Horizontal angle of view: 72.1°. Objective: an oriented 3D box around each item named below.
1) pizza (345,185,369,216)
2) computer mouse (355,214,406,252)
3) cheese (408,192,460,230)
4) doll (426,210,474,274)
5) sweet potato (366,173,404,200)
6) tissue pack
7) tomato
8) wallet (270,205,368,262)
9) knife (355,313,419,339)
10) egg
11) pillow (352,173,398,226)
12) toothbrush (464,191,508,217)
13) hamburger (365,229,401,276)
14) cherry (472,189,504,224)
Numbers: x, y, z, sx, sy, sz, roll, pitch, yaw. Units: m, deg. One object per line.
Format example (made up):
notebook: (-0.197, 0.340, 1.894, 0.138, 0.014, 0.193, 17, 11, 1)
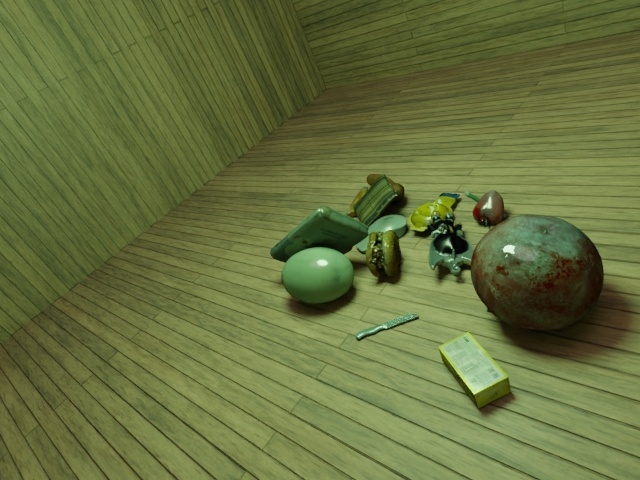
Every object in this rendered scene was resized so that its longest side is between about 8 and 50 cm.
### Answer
pizza: (0.205, -0.185, 2.050, 0.185, 0.052, 0.195, -19, 35, 26)
computer mouse: (0.240, -0.036, 1.777, 0.231, 0.079, 0.128, -28, 27, 4)
cheese: (0.453, -0.116, 1.740, 0.177, 0.069, 0.270, 12, 45, 46)
doll: (0.437, 0.005, 1.520, 0.145, 0.103, 0.316, 17, 42, -11)
sweet potato: (0.306, -0.232, 2.001, 0.095, 0.106, 0.354, -53, 24, 7)
tissue pack: (0.389, 0.326, 1.121, 0.095, 0.062, 0.176, -26, 30, -4)
tomato: (0.562, 0.084, 1.160, 0.316, 0.282, 0.317, -1, 38, 1)
wallet: (0.000, 0.000, 1.653, 0.360, 0.252, 0.083, -36, 45, 45)
knife: (0.209, 0.269, 1.390, 0.210, 0.015, 0.028, -22, 24, 6)
egg: (-0.013, 0.126, 1.590, 0.282, 0.203, 0.203, -5, 37, 28)
pillow: (0.228, -0.167, 1.881, 0.208, 0.052, 0.212, -46, 29, 19)
toothbrush: (0.632, -0.142, 1.692, 0.024, 0.018, 0.257, -27, 30, -6)
hamburger: (0.235, 0.043, 1.577, 0.113, 0.185, 0.177, -16, 70, 24)
cherry: (0.612, -0.110, 1.584, 0.126, 0.087, 0.106, -53, 53, 6)
